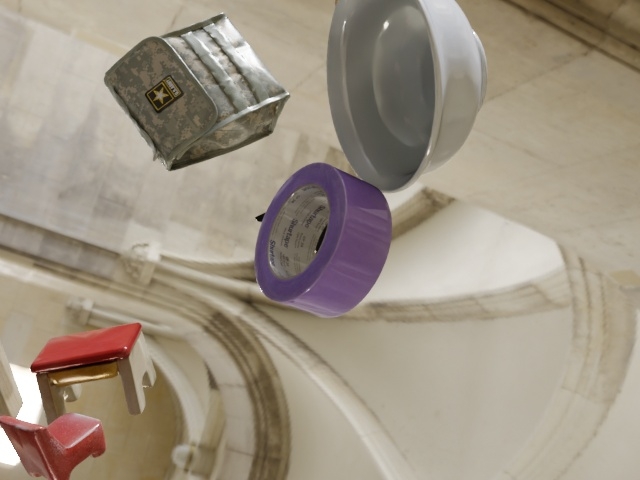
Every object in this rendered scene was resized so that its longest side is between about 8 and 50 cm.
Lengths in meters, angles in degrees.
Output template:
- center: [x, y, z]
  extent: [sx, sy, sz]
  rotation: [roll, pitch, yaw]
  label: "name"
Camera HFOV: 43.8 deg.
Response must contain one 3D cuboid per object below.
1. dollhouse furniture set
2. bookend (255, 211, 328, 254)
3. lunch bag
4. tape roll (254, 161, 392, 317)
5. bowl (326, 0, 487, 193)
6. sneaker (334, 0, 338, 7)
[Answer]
- center: [-0.368, 0.148, 0.746]
  extent: [0.201, 0.374, 0.152]
  rotation: [-91, 169, -69]
  label: "dollhouse furniture set"
- center: [-0.009, -0.001, 1.414]
  extent: [0.156, 0.157, 0.072]
  rotation: [-25, 171, 11]
  label: "bookend"
- center: [-0.250, -0.287, 1.571]
  extent: [0.287, 0.235, 0.169]
  rotation: [-30, 166, -31]
  label: "lunch bag"
- center: [0.000, 0.000, 1.033]
  extent: [0.189, 0.080, 0.189]
  rotation: [-30, -131, 41]
  label: "tape roll"
- center: [0.128, -0.217, 1.068]
  extent: [0.298, 0.134, 0.298]
  rotation: [171, -90, -66]
  label: "bowl"
- center: [0.117, -0.509, 1.618]
  extent: [0.215, 0.083, 0.084]
  rotation: [-44, -151, -15]
  label: "sneaker"
